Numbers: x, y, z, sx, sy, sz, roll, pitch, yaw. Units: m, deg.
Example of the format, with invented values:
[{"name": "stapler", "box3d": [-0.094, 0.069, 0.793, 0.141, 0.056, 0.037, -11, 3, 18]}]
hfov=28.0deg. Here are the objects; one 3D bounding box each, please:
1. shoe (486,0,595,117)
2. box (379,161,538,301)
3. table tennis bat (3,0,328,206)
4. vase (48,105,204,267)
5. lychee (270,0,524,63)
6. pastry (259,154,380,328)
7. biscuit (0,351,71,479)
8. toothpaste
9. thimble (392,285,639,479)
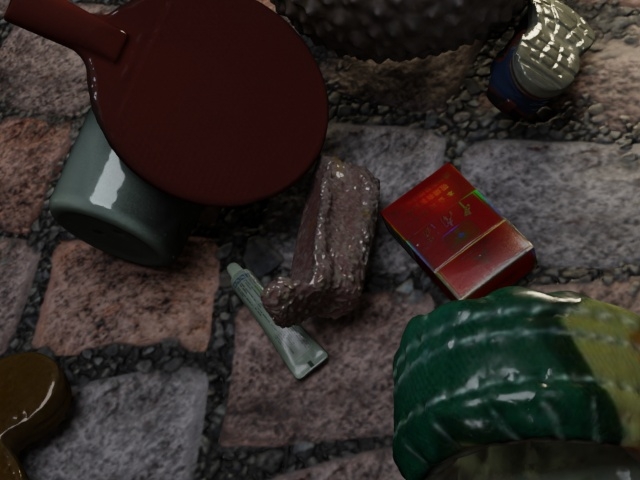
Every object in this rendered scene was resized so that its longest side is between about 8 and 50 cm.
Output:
[{"name": "shoe", "box3d": [0.272, -0.223, 1.636, 0.099, 0.125, 0.227, 31, 40, -2]}, {"name": "box", "box3d": [0.164, -0.003, 1.539, 0.112, 0.048, 0.175, -36, 52, -6]}, {"name": "table tennis bat", "box3d": [-0.181, -0.199, 1.554, 0.415, 0.051, 0.268, 25, 78, -14]}, {"name": "vase", "box3d": [-0.207, -0.124, 1.669, 0.245, 0.245, 0.291, 11, 69, 27]}, {"name": "lychee", "box3d": [0.099, -0.415, 1.604, 0.380, 0.432, 0.380, -6, 47, 6]}, {"name": "pastry", "box3d": [0.011, 0.007, 1.547, 0.112, 0.103, 0.265, 24, 49, -3]}, {"name": "biscuit", "box3d": [-0.430, 0.332, 1.527, 0.368, 0.076, 0.394, -28, 55, 1]}, {"name": "toothpaste", "box3d": [-0.060, 0.092, 1.574, 0.048, 0.029, 0.197, -39, 55, -4]}, {"name": "thimble", "box3d": [0.214, 0.166, 1.274, 0.288, 0.254, 0.167, -7, 55, 9]}]
